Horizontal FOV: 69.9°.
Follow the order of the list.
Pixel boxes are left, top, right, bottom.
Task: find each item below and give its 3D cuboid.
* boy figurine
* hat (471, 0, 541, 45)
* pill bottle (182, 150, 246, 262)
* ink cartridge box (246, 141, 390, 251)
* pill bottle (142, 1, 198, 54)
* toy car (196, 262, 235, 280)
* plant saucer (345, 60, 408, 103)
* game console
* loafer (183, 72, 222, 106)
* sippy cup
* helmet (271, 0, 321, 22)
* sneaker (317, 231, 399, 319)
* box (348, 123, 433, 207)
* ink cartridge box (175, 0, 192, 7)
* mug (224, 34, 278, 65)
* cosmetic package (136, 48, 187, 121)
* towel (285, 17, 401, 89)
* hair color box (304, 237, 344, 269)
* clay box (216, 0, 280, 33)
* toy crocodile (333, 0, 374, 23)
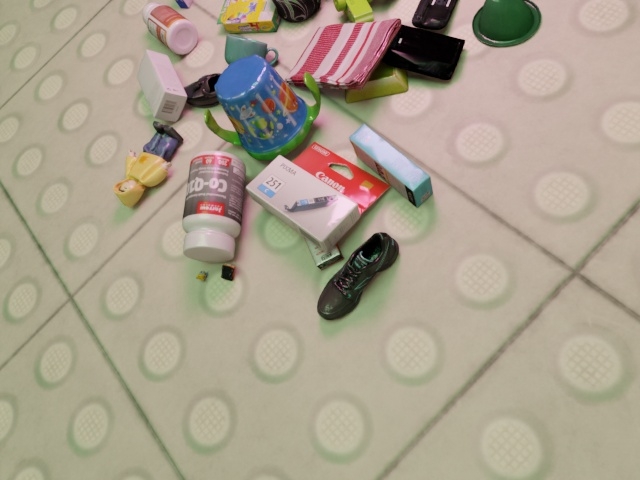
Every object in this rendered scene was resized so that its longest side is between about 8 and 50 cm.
[{"bbox_3d":[-0.567,-0.243,1.474,0.177,0.092,0.285,26,77,22],"label":"boy figurine"},{"bbox_3d":[0.485,-0.650,1.220,0.209,0.183,0.172,12,75,22],"label":"hat"},{"bbox_3d":[-0.299,-0.092,1.286,0.162,0.161,0.283,-5,69,17],"label":"pill bottle"},{"bbox_3d":[-0.008,-0.145,1.228,0.296,0.066,0.261,35,73,29],"label":"ink cartridge box"},{"bbox_3d":[-0.547,-0.770,1.648,0.121,0.121,0.216,-46,63,-2],"label":"pill bottle"},{"bbox_3d":[-0.291,0.079,1.280,0.122,0.060,0.040,2,39,13],"label":"toy car"},{"bbox_3d":[0.157,-0.512,1.356,0.188,0.045,0.188,-7,69,16],"label":"plant saucer"},{"bbox_3d":[0.329,-0.630,1.332,0.213,0.044,0.361,20,70,11],"label":"game console"},{"bbox_3d":[-0.325,-0.508,1.488,0.303,0.095,0.108,1,72,19],"label":"loafer"},{"bbox_3d":[-0.172,-0.385,1.299,0.305,0.224,0.240,-42,52,-1],"label":"sippy cup"},{"bbox_3d":[-0.088,-0.814,1.487,0.170,0.161,0.169,-6,68,16],"label":"helmet"},{"bbox_3d":[0.079,0.080,1.126,0.101,0.106,0.267,40,87,25],"label":"sneaker"},{"bbox_3d":[0.183,-0.197,1.198,0.060,0.100,0.244,-43,64,-2],"label":"box"},{"bbox_3d":[-0.499,-0.996,1.730,0.046,0.097,0.206,13,75,22],"label":"ink cartridge box"},{"bbox_3d":[-0.231,-0.592,1.472,0.158,0.129,0.097,22,115,17],"label":"mug"},{"bbox_3d":[-0.539,-0.523,1.549,0.117,0.086,0.231,-48,56,35],"label":"cosmetic package"},{"bbox_3d":[0.054,-0.555,1.357,0.329,0.037,0.237,21,77,43],"label":"towel"},{"bbox_3d":[0.000,0.000,1.216,0.072,0.043,0.141,-27,63,7],"label":"hair color box"},{"bbox_3d":[-0.243,-0.788,1.591,0.222,0.053,0.127,8,73,22],"label":"clay box"},{"bbox_3d":[0.075,-0.807,1.470,0.115,0.105,0.340,-25,69,-4],"label":"toy crocodile"}]
